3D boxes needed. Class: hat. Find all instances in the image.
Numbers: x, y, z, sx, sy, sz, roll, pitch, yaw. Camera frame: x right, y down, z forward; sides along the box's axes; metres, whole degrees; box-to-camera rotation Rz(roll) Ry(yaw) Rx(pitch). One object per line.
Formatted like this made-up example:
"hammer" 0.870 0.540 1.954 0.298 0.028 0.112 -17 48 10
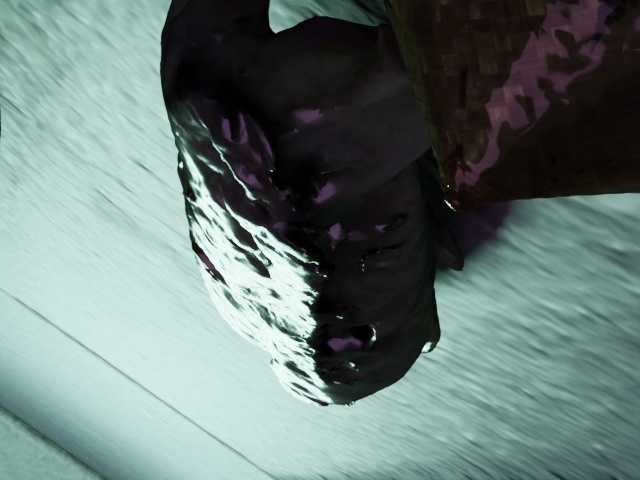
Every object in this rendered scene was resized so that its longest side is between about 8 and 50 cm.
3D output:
"hat" 0.045 -0.032 0.366 0.146 0.067 0.146 31 165 9

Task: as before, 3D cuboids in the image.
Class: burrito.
"burrito" -0.004 0.000 0.584 0.096 0.066 0.309 36 166 12
